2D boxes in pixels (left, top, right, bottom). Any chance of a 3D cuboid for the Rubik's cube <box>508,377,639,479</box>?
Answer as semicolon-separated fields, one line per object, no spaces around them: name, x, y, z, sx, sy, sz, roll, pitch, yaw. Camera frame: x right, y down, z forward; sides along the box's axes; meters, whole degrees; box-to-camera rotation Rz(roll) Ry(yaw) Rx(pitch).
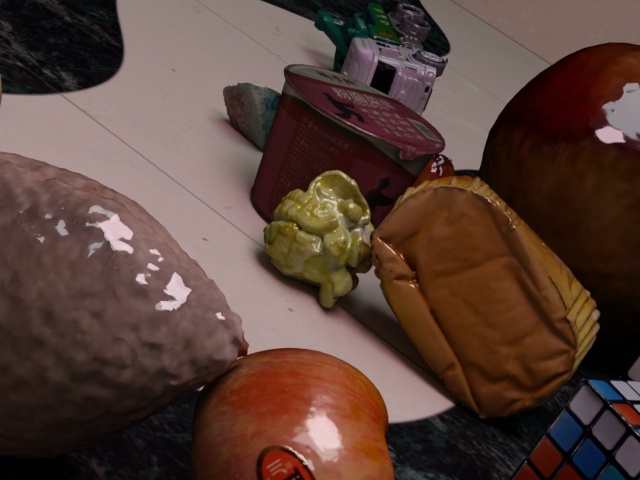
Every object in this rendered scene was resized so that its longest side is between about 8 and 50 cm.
Rubik's cube;0.321;0.249;1.261;0.151;0.155;0.154;6;33;-43

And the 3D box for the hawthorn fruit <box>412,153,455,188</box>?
hawthorn fruit;0.172;-0.094;1.877;0.081;0.093;0.081;24;25;-12

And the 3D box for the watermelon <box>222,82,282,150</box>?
watermelon;-0.072;-0.172;1.800;0.180;0.081;0.094;34;1;-31

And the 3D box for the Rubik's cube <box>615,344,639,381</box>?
Rubik's cube;0.462;0.201;1.495;0.167;0.180;0.183;41;28;25

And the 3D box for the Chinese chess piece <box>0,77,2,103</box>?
Chinese chess piece;-0.468;-0.172;1.297;0.251;0.097;0.251;24;24;-11

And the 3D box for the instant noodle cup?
instant noodle cup;0.022;-0.104;1.603;0.234;0.178;0.235;24;20;-9

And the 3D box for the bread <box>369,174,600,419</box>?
bread;0.191;0.052;1.417;0.288;0.204;0.156;49;25;1

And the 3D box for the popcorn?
popcorn;0.000;0.000;1.466;0.135;0.162;0.141;-7;-1;2

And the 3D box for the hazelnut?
hazelnut;0.399;-0.062;1.644;0.421;0.421;0.353;14;-4;-32

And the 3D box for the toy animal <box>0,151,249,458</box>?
toy animal;-0.232;0.053;0.928;0.358;0.226;0.188;18;16;7

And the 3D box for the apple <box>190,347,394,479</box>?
apple;-0.020;0.186;0.942;0.164;0.209;0.209;-1;28;-6

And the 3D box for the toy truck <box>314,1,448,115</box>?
toy truck;0.101;-0.320;2.189;0.178;0.176;0.363;12;27;-17
